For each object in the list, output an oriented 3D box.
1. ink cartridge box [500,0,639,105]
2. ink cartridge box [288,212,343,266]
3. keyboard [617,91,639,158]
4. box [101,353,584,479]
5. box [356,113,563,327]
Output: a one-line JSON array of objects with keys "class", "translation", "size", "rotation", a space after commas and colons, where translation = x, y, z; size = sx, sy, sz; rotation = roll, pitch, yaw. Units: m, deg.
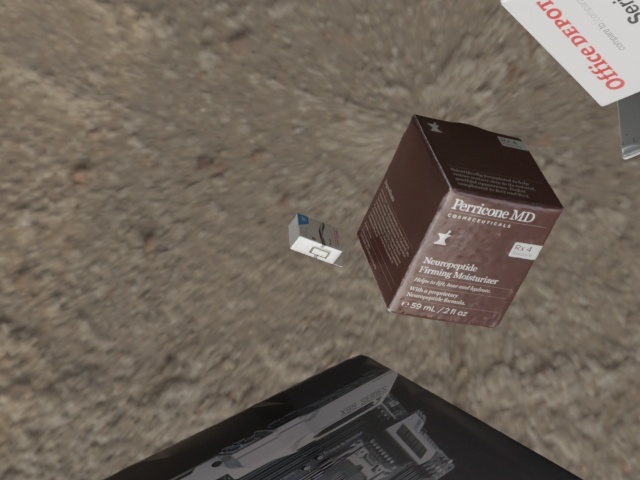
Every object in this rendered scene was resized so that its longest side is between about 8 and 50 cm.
[{"class": "ink cartridge box", "translation": [0.301, -0.244, 1.108], "size": [0.273, 0.198, 0.114], "rotation": [-23, 55, 29]}, {"class": "ink cartridge box", "translation": [0.000, 0.000, 1.839], "size": [0.083, 0.048, 0.028], "rotation": [20, 128, -23]}, {"class": "keyboard", "translation": [0.385, -0.163, 1.592], "size": [0.072, 0.256, 0.014], "rotation": [-16, 115, 18]}, {"class": "box", "translation": [-0.004, 0.166, 0.556], "size": [0.242, 0.307, 0.076], "rotation": [-24, 111, -19]}, {"class": "box", "translation": [0.173, -0.023, 1.741], "size": [0.168, 0.167, 0.203], "rotation": [9, 125, -23]}]
